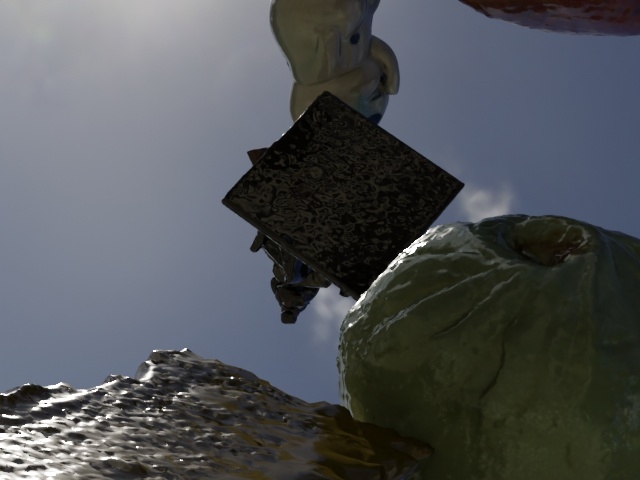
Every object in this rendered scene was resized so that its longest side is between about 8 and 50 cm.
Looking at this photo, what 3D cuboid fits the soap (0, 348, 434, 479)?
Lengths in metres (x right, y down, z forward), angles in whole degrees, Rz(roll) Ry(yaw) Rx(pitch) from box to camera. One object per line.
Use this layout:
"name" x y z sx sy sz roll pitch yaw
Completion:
"soap" -0.080 0.089 0.490 0.169 0.338 0.304 11 -44 16

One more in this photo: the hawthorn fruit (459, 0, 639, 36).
"hawthorn fruit" 0.183 -0.222 0.949 0.205 0.253 0.205 -21 -119 46

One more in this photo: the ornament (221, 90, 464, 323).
"ornament" 0.000 0.000 1.326 0.166 0.153 0.196 37 -30 11

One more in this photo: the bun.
"bun" 0.103 0.048 0.695 0.195 0.195 0.118 20 -65 44

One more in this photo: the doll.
"doll" 0.013 -0.171 1.370 0.107 0.110 0.180 -4 -67 24
